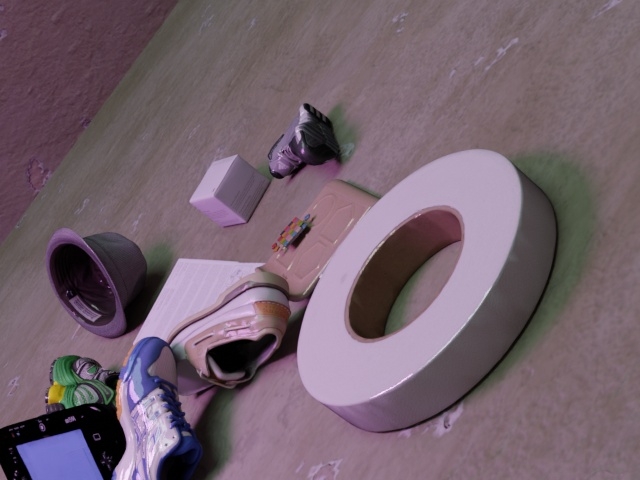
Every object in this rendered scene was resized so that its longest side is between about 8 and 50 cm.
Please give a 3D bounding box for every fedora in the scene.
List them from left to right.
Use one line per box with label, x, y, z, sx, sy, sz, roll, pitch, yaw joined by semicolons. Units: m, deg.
fedora;-0.430;0.066;2.282;0.124;0.243;0.275;-33;1;-36

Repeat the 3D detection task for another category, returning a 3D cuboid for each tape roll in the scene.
tape roll;0.124;0.058;1.442;0.392;0.072;0.392;-41;26;25

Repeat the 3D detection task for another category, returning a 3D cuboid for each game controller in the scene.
game controller;-0.400;0.348;1.798;0.319;0.166;0.067;-20;14;39

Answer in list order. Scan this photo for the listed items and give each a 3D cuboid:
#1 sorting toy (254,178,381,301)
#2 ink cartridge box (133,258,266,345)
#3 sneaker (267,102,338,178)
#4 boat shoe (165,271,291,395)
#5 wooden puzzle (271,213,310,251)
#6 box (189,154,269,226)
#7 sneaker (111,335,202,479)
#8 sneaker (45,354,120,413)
sorting toy;0.000;0.000;1.790;0.208;0.038;0.193;-49;24;-4
ink cartridge box;-0.194;0.123;1.961;0.232;0.066;0.189;4;57;37
sneaker;-0.040;-0.149;2.018;0.132;0.086;0.228;-49;14;18
boat shoe;-0.152;0.166;1.724;0.302;0.113;0.103;-46;36;40
wooden puzzle;-0.047;-0.013;1.829;0.083;0.006;0.049;-49;24;-3
box;-0.171;-0.092;2.145;0.101;0.087;0.102;-8;49;57
sneaker;-0.223;0.280;1.669;0.131;0.112;0.296;-14;65;32
sneaker;-0.399;0.283;2.021;0.146;0.134;0.343;-9;11;-10
